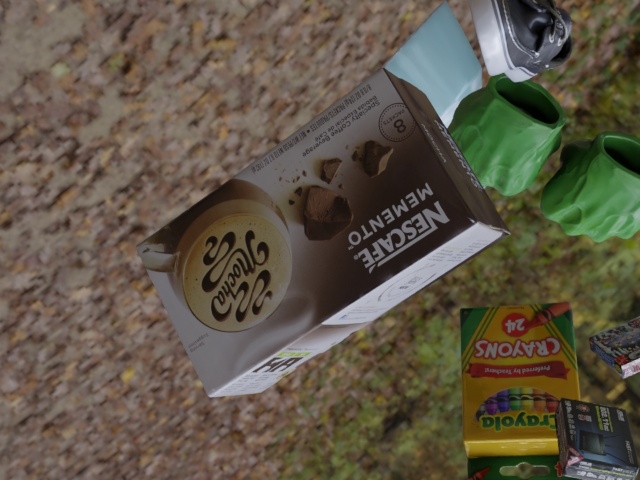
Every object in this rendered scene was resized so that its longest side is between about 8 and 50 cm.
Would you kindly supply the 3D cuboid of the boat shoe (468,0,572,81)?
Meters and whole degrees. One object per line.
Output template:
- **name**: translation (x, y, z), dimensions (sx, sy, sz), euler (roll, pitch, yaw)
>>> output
- **boat shoe**: translation (0.189, -0.187, 0.907), dimensions (0.076, 0.080, 0.228), euler (-15, 173, 20)

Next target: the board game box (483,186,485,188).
- **board game box**: translation (0.166, -0.056, 1.492), dimensions (0.154, 0.103, 0.026), euler (-54, 171, -4)

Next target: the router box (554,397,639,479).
- **router box**: translation (0.365, 0.267, 1.339), dimensions (0.122, 0.092, 0.038), euler (-78, 179, -59)

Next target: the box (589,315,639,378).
- **box**: translation (0.502, 0.157, 1.566), dimensions (0.137, 0.094, 0.027), euler (-22, 118, -10)

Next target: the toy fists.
- **toy fists**: translation (0.292, -0.099, 1.260), dimensions (0.142, 0.279, 0.096), euler (-60, -177, 47)

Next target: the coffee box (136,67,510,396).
- **coffee box**: translation (0.000, 0.000, 0.937), dimensions (0.297, 0.168, 0.119), euler (-33, 163, 18)

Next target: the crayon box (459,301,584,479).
- **crayon box**: translation (0.348, 0.263, 1.753), dimensions (0.202, 0.318, 0.081), euler (-5, 144, 11)

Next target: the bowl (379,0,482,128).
- **bowl**: translation (0.183, -0.277, 1.879), dimensions (0.311, 0.163, 0.311), euler (-48, -178, 2)
